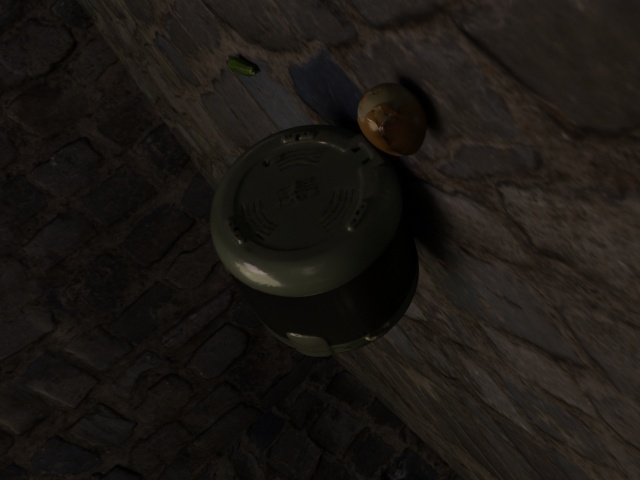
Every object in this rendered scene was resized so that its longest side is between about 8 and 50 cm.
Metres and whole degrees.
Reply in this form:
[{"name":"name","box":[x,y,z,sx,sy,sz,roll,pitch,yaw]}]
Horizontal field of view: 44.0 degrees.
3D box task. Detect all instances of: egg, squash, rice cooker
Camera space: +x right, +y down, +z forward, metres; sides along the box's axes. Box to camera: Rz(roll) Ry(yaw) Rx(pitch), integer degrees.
[{"name":"egg","box":[0.081,-0.130,0.866,0.083,0.071,0.071,51,173,-38]},{"name":"squash","box":[-0.133,-0.300,1.380,0.089,0.027,0.027,36,162,48]},{"name":"rice cooker","box":[-0.001,0.001,1.149,0.288,0.288,0.277,46,170,32]}]
